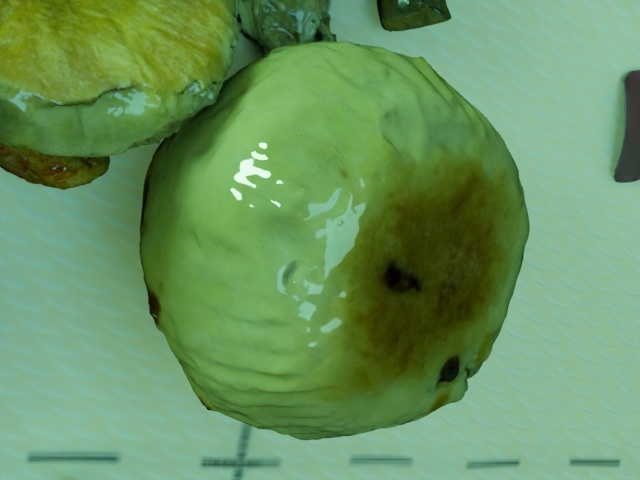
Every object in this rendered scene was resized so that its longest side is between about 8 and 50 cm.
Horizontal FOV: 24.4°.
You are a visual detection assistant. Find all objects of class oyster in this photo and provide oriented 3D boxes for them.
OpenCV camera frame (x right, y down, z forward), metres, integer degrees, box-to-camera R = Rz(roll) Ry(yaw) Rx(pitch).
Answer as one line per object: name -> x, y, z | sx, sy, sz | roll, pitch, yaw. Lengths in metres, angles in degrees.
oyster -> -0.030, -0.255, 1.470 | 0.133, 0.072, 0.209 | 3, 100, -34

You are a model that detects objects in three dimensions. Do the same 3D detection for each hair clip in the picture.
hair clip -> 0.378, -0.135, 1.769 | 0.054, 0.022, 0.137 | -3, 105, -27

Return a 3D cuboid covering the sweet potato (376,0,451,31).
sweet potato -> 0.058, -0.329, 1.484 | 0.112, 0.085, 0.286 | -41, 125, -9

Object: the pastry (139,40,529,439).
pastry -> 0.000, 0.000, 1.414 | 0.388, 0.312, 0.388 | -20, 121, -37

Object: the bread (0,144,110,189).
bread -> -0.304, -0.131, 1.310 | 0.269, 0.139, 0.095 | 24, 118, -31

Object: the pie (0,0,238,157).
pie -> -0.225, -0.216, 1.267 | 0.339, 0.083, 0.339 | 14, 59, -24
